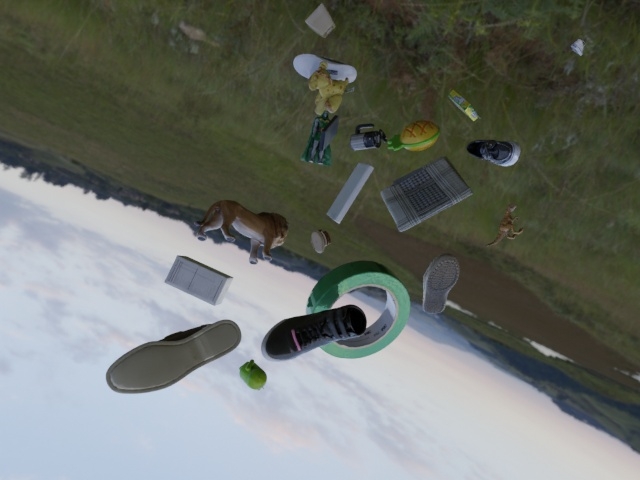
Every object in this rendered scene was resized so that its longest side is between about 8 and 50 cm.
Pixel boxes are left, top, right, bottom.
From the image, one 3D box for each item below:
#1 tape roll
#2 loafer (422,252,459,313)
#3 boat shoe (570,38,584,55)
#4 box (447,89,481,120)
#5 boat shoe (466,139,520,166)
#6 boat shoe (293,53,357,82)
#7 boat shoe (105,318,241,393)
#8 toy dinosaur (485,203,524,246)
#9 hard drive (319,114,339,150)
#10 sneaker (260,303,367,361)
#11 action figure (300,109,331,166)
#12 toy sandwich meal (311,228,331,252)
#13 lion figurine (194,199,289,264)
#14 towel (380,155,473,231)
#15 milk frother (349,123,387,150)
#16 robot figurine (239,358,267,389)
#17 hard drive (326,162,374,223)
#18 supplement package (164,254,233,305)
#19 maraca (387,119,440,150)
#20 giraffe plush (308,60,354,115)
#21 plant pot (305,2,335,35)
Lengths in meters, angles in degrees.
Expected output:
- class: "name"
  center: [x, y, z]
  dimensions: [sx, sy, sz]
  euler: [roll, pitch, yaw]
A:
- class: "tape roll"
  center: [0.118, 0.219, 1.377]
  dimensions: [0.321, 0.321, 0.077]
  euler: [31, -167, -27]
- class: "loafer"
  center: [0.387, 0.133, 1.477]
  dimensions: [0.102, 0.092, 0.268]
  euler: [3, 133, -3]
- class: "boat shoe"
  center: [0.836, -0.626, 1.430]
  dimensions: [0.100, 0.035, 0.035]
  euler: [-6, -129, -52]
- class: "box"
  center: [0.696, -0.645, 2.135]
  dimensions: [0.105, 0.043, 0.179]
  euler: [26, -155, -42]
- class: "boat shoe"
  center: [0.540, -0.288, 1.411]
  dimensions: [0.076, 0.080, 0.228]
  euler: [4, -161, -12]
- class: "boat shoe"
  center: [0.021, -0.816, 2.094]
  dimensions: [0.302, 0.108, 0.102]
  euler: [6, -151, -8]
- class: "boat shoe"
  center: [-0.359, 0.285, 1.100]
  dimensions: [0.097, 0.325, 0.116]
  euler: [-26, 84, 58]
- class: "toy dinosaur"
  center: [0.735, -0.042, 1.766]
  dimensions: [0.112, 0.211, 0.064]
  euler: [27, 173, -2]
- class: "hard drive"
  center: [0.036, -0.440, 1.812]
  dimensions: [0.022, 0.135, 0.094]
  euler: [22, 139, 12]
- class: "sneaker"
  center: [-0.005, 0.229, 1.140]
  dimensions: [0.296, 0.104, 0.147]
  euler: [-12, 170, -38]
- class: "action figure"
  center: [0.001, -0.450, 1.922]
  dimensions: [0.137, 0.231, 0.063]
  euler: [10, -178, -15]
- class: "toy sandwich meal"
  center: [0.000, 0.000, 1.439]
  dimensions: [0.029, 0.085, 0.086]
  euler: [-14, -160, -31]
- class: "lion figurine"
  center: [-0.275, -0.061, 1.637]
  dimensions: [0.142, 0.240, 0.392]
  euler: [-21, 139, 36]
- class: "towel"
  center: [0.407, -0.201, 1.769]
  dimensions: [0.056, 0.312, 0.324]
  euler: [53, -165, -32]
- class: "milk frother"
  center: [0.242, -0.501, 2.199]
  dimensions: [0.135, 0.129, 0.143]
  euler: [2, 166, 37]
- class: "robot figurine"
  center: [-0.212, 0.426, 1.396]
  dimensions: [0.115, 0.067, 0.101]
  euler: [18, 134, 54]
- class: "hard drive"
  center: [0.141, -0.237, 2.170]
  dimensions: [0.040, 0.307, 0.203]
  euler: [31, -175, -14]
- class: "supplement package"
  center: [-0.534, 0.174, 1.962]
  dimensions: [0.244, 0.138, 0.134]
  euler: [25, 177, 2]
- class: "maraca"
  center: [0.325, -0.360, 1.548]
  dimensions: [0.186, 0.127, 0.099]
  euler: [-13, 123, 19]
- class: "giraffe plush"
  center: [0.017, -0.681, 1.963]
  dimensions: [0.210, 0.181, 0.171]
  euler: [-22, 143, 39]
- class: "plant pot"
  center: [0.009, -1.002, 2.041]
  dimensions: [0.096, 0.109, 0.109]
  euler: [47, -165, -3]
